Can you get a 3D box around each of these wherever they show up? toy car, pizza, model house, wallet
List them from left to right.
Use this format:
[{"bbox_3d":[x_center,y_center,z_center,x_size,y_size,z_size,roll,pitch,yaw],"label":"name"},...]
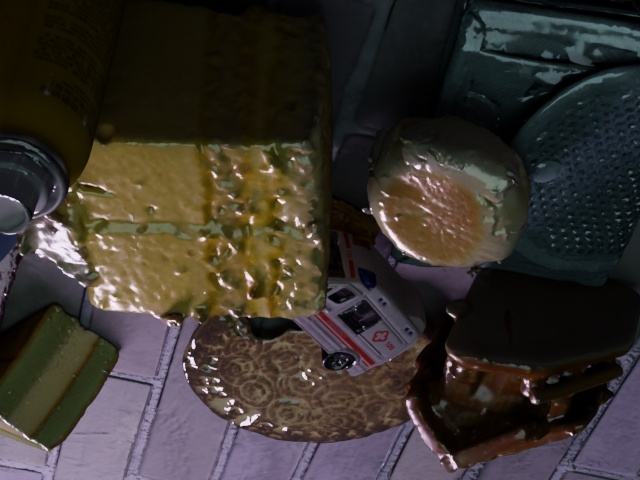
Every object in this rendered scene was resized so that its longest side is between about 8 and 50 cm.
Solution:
[{"bbox_3d":[0.000,0.000,1.603,0.131,0.041,0.178,2,135,0],"label":"pizza"},{"bbox_3d":[0.016,0.046,1.556,0.108,0.089,0.210,-24,136,20],"label":"toy car"},{"bbox_3d":[0.205,0.151,1.641,0.219,0.199,0.229,17,131,4],"label":"model house"},{"bbox_3d":[0.212,-0.083,1.482,0.237,0.075,0.342,8,135,-6],"label":"wallet"}]

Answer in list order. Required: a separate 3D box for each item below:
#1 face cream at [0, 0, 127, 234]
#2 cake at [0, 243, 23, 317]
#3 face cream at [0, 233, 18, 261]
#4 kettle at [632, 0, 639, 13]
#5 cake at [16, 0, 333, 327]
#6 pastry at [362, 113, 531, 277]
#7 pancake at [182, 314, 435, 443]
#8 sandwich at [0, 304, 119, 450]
[{"bbox_3d":[-0.221,-0.141,1.256,0.105,0.349,0.105,2,136,2],"label":"face cream"},{"bbox_3d":[-0.393,0.049,1.667,0.116,0.113,0.295,17,121,-15],"label":"cake"},{"bbox_3d":[-0.410,-0.081,1.404,0.249,0.249,0.225,-14,133,18],"label":"face cream"},{"bbox_3d":[0.410,-0.193,1.309,0.221,0.161,0.236,-46,122,3],"label":"kettle"},{"bbox_3d":[-0.132,-0.076,1.406,0.286,0.227,0.222,0,134,2],"label":"cake"},{"bbox_3d":[0.117,-0.045,1.427,0.165,0.088,0.166,13,134,14],"label":"pastry"},{"bbox_3d":[-0.009,0.140,1.755,0.286,0.033,0.288,31,129,-23],"label":"pancake"},{"bbox_3d":[-0.348,0.150,1.803,0.117,0.144,0.187,43,160,-32],"label":"sandwich"}]
